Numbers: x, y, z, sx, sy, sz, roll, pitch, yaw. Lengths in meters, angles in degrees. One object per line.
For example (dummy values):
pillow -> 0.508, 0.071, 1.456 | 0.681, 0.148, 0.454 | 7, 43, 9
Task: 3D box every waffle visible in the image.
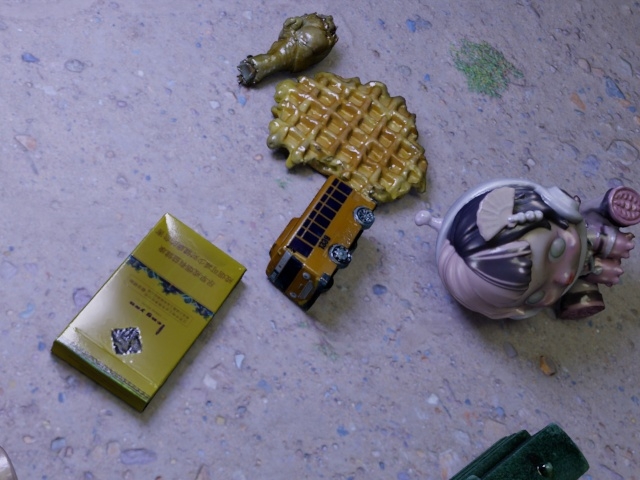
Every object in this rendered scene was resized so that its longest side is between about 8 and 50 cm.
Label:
waffle -> 0.052, -0.179, 1.662 | 0.300, 0.058, 0.282 | 14, 53, -14

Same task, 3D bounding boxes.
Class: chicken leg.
chicken leg -> -0.055, -0.344, 1.693 | 0.227, 0.103, 0.088 | -29, 89, -32

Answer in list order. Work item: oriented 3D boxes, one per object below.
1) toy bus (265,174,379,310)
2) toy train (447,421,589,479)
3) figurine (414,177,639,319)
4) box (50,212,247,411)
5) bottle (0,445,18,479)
toy bus -> 0.000, 0.000, 1.494 | 0.114, 0.098, 0.201 | 34, 51, 0
toy train -> 0.243, 0.372, 1.312 | 0.330, 0.178, 0.138 | -28, 73, -34
figurine -> 0.347, 0.018, 1.579 | 0.361, 0.253, 0.211 | -3, 17, -35
box -> -0.237, 0.095, 1.359 | 0.153, 0.041, 0.279 | 35, 52, -1
bottle -> -0.436, 0.301, 1.099 | 0.152, 0.099, 0.099 | -16, 67, -33
